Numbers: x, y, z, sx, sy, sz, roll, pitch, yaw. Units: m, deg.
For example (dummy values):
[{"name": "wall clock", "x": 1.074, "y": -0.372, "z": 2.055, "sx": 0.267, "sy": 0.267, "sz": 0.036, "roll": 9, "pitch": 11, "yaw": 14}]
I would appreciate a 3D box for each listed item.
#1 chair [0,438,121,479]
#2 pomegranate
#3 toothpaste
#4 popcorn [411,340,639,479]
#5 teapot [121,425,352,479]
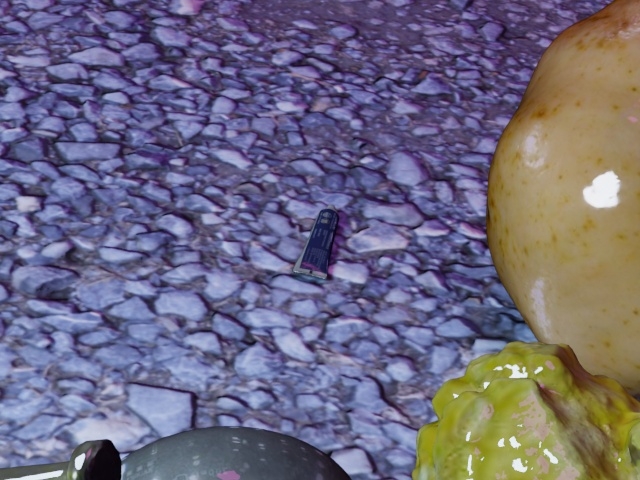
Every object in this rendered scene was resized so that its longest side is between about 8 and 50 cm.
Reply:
[{"name": "chair", "x": -0.246, "y": 0.324, "z": 1.016, "sx": 0.410, "sy": 0.364, "sz": 0.362, "roll": 3, "pitch": 63, "yaw": 32}, {"name": "pomegranate", "x": 0.350, "y": -0.041, "z": 1.725, "sx": 0.411, "sy": 0.411, "sz": 0.411, "roll": 5, "pitch": 32, "yaw": -3}, {"name": "toothpaste", "x": 0.000, "y": 0.000, "z": 1.948, "sx": 0.037, "sy": 0.021, "sz": 0.140, "roll": 11, "pitch": 34, "yaw": 5}, {"name": "popcorn", "x": 0.181, "y": 0.215, "z": 1.411, "sx": 0.270, "sy": 0.258, "sz": 0.224, "roll": 35, "pitch": 1, "yaw": 37}, {"name": "teapot", "x": -0.101, "y": 0.296, "z": 1.282, "sx": 0.305, "sy": 0.223, "sz": 0.285, "roll": 3, "pitch": 39, "yaw": -11}]
